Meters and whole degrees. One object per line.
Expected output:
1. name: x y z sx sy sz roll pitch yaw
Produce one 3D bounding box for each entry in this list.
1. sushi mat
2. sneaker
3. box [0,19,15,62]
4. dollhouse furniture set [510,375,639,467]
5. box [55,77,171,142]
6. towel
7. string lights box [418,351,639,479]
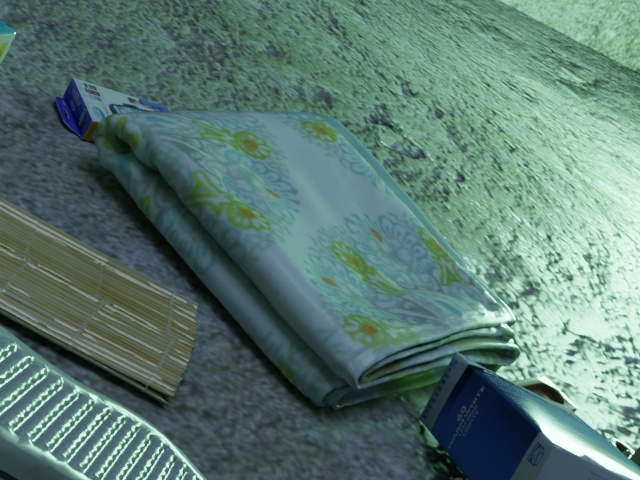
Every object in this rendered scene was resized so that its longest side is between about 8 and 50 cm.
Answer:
1. sushi mat: -0.242 0.018 1.104 0.317 0.019 0.151 30 22 -9
2. sneaker: -0.165 0.159 0.820 0.321 0.127 0.126 47 15 -40
3. box: -0.368 -0.144 1.159 0.060 0.100 0.244 38 23 14
4. dollhouse furniture set: 0.271 0.160 1.353 0.144 0.123 0.151 0 40 -52
5. box: -0.204 -0.122 1.420 0.136 0.028 0.081 17 29 -38
6. towel: 0.000 0.000 1.352 0.374 0.090 0.321 47 26 24
7. string lights box: 0.187 0.184 1.158 0.133 0.076 0.260 27 5 -15
